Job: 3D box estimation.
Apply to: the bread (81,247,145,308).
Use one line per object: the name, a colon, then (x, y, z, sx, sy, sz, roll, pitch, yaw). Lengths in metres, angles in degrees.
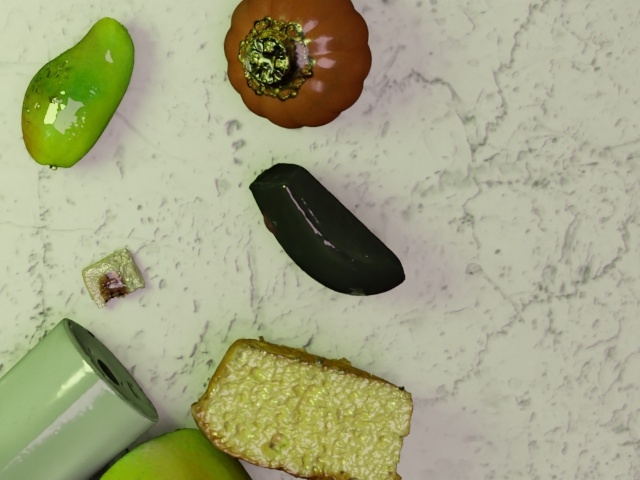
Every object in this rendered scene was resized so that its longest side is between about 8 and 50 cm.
bread: (-0.312, 0.056, 1.887, 0.083, 0.035, 0.070, -22, 104, -5)

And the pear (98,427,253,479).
pear: (-0.184, 0.480, 1.825, 0.399, 0.165, 0.399, -10, 103, -49)

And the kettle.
kettle: (-0.412, 0.298, 1.847, 0.318, 0.265, 0.205, -43, 75, -3)

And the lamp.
lamp: (-0.034, -0.270, 1.806, 0.223, 0.196, 0.223, 8, 108, 25)

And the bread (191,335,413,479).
bread: (-0.034, 0.255, 1.918, 0.340, 0.179, 0.194, 17, 94, -13)

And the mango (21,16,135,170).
mango: (-0.348, -0.213, 1.789, 0.125, 0.111, 0.233, 26, 93, -21)

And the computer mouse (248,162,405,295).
computer mouse: (0.000, 0.000, 1.878, 0.269, 0.170, 0.100, 43, 74, -14)
